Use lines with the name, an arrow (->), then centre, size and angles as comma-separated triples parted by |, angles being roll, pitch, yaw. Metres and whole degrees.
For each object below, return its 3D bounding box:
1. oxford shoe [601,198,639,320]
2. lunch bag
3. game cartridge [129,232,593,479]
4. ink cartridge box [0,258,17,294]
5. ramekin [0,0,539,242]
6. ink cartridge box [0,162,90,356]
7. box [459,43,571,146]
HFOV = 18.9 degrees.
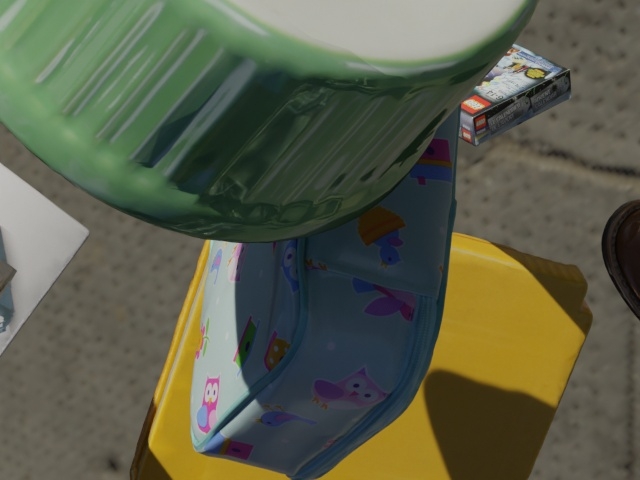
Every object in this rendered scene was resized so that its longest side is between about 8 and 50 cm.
oxford shoe -> 0.253, 0.048, 1.099 | 0.212, 0.076, 0.076 | 38, 171, -11
lunch bag -> 0.000, 0.000, 1.216 | 0.108, 0.279, 0.224 | 16, 148, -15
game cartridge -> 0.035, 0.116, 1.581 | 0.053, 0.323, 0.285 | -111, 38, -64
ink cartridge box -> -0.366, 0.086, 1.415 | 0.171, 0.168, 0.233 | 32, 102, -6
ramekin -> -0.032, -0.165, 0.952 | 0.303, 0.303, 0.148 | 55, 141, 4
ink cartridge box -> -0.442, 0.031, 2.092 | 0.261, 0.296, 0.066 | 38, 170, -18
box -> 0.106, -0.121, 1.427 | 0.137, 0.094, 0.027 | 33, 142, 46
